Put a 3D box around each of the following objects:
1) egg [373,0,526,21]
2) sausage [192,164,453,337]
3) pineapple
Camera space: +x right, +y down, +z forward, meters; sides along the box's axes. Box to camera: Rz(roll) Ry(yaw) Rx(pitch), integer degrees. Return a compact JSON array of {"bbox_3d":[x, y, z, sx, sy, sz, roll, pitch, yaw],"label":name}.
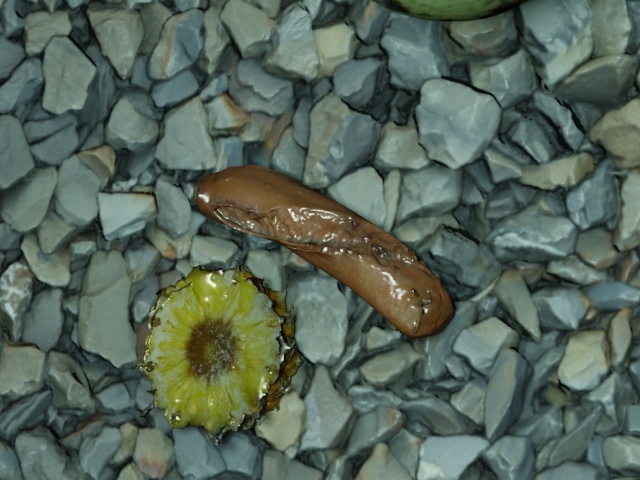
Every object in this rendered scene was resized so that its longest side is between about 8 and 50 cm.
[{"bbox_3d":[0.128,-0.422,1.395,0.345,0.345,0.428,-2,80,25],"label":"egg"},{"bbox_3d":[0.002,-0.001,1.559,0.326,0.079,0.087,31,83,23],"label":"sausage"},{"bbox_3d":[-0.116,0.126,1.623,0.221,0.047,0.221,-5,80,26],"label":"pineapple"}]
